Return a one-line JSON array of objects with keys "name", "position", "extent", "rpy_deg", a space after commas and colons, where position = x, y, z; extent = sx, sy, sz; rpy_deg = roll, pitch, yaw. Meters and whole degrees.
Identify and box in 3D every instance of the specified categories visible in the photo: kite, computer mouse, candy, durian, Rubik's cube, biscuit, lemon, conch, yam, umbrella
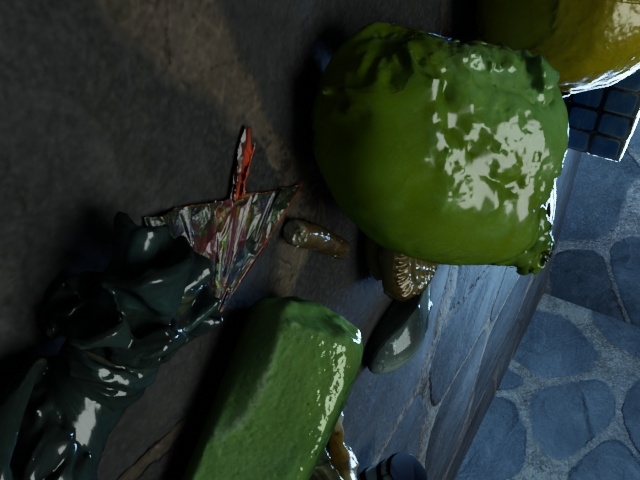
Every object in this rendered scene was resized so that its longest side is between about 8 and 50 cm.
[{"name": "kite", "position": [-0.080, -0.012, 0.582], "extent": [0.232, 0.009, 0.189], "rpy_deg": [-18, 123, -61]}, {"name": "computer mouse", "position": [0.157, 0.149, 1.115], "extent": [0.229, 0.068, 0.113], "rpy_deg": [-49, 150, -37]}, {"name": "candy", "position": [-0.069, 0.223, 0.661], "extent": [0.343, 0.132, 0.142], "rpy_deg": [-67, -162, -1]}, {"name": "durian", "position": [0.127, -0.094, 0.689], "extent": [0.339, 0.204, 0.256], "rpy_deg": [4, 117, -26]}, {"name": "Rubik's cube", "position": [0.542, -0.358, 1.289], "extent": [0.253, 0.256, 0.259], "rpy_deg": [-57, 154, -26]}, {"name": "biscuit", "position": [0.144, -0.037, 0.933], "extent": [0.259, 0.079, 0.259], "rpy_deg": [-45, 146, -42]}, {"name": "lemon", "position": [0.359, -0.357, 0.891], "extent": [0.297, 0.297, 0.297], "rpy_deg": [-44, 145, -43]}, {"name": "conch", "position": [0.001, 0.300, 0.826], "extent": [0.245, 0.163, 0.178], "rpy_deg": [-86, -167, -49]}, {"name": "yam", "position": [0.000, 0.000, 0.730], "extent": [0.145, 0.032, 0.032], "rpy_deg": [21, 90, -66]}, {"name": "umbrella", "position": [-0.178, 0.149, 0.409], "extent": [0.349, 0.094, 0.143], "rpy_deg": [-58, 149, -19]}]

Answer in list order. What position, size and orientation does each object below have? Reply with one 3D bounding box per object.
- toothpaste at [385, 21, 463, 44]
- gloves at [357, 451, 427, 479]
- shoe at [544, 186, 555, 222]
[{"name": "toothpaste", "position": [0.150, -0.235, 0.832], "extent": [0.272, 0.053, 0.066], "rpy_deg": [-21, 131, -59]}, {"name": "gloves", "position": [0.114, 0.519, 1.276], "extent": [0.219, 0.131, 0.140], "rpy_deg": [-48, 171, 33]}, {"name": "shoe", "position": [0.367, -0.059, 1.257], "extent": [0.384, 0.171, 0.237], "rpy_deg": [81, 31, -45]}]
